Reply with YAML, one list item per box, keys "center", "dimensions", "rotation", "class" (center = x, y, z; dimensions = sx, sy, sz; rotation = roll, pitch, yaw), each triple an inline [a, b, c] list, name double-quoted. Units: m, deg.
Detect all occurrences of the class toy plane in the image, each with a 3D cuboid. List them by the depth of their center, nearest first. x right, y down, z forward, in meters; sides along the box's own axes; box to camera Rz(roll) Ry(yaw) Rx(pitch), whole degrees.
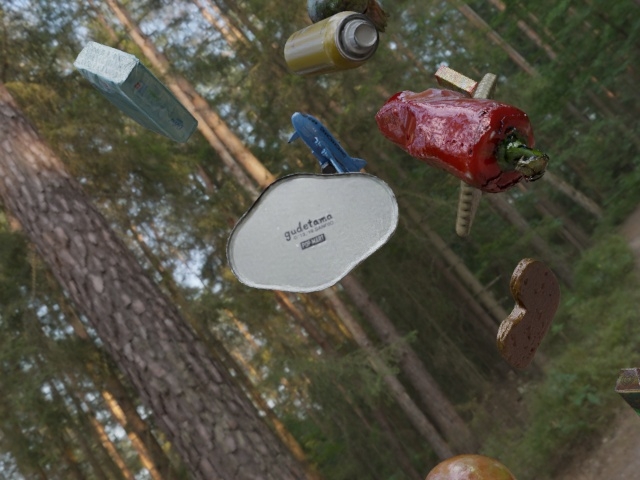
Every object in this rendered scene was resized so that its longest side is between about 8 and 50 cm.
- center: [0.017, -0.255, 1.774]
  dimensions: [0.105, 0.271, 0.254]
  rotation: [-48, 23, 20]
  class: "toy plane"

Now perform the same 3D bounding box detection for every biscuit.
- center: [0.342, -0.190, 1.407]
  dimensions: [0.217, 0.044, 0.325]
  rotation: [-53, -31, -51]
  class: "biscuit"
- center: [0.542, 0.194, 1.702]
  dimensions: [0.262, 0.052, 0.277]
  rotation: [32, -97, -43]
  class: "biscuit"

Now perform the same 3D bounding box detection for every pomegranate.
- center: [0.095, -0.775, 2.038]
  dimensions: [0.277, 0.222, 0.204]
  rotation: [-5, -61, -8]
  class: "pomegranate"

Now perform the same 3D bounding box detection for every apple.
- center: [0.390, 0.666, 1.614]
  dimensions: [0.253, 0.253, 0.253]
  rotation: [-36, -16, -12]
  class: "apple"

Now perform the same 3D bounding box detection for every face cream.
- center: [0.023, -0.384, 1.250]
  dimensions: [0.105, 0.105, 0.349]
  rotation: [-37, 20, -8]
  class: "face cream"

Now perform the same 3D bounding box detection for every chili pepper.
- center: [0.169, -0.135, 0.820]
  dimensions: [0.110, 0.387, 0.110]
  rotation: [-10, -67, -24]
  class: "chili pepper"

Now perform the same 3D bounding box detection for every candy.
- center: [0.372, -0.425, 1.717]
  dimensions: [0.038, 0.122, 0.062]
  rotation: [-54, -26, 0]
  class: "candy"

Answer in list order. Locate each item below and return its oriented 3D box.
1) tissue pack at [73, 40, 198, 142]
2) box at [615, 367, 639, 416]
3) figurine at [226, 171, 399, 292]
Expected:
- center: [-0.429, -0.342, 1.498]
  dimensions: [0.089, 0.177, 0.263]
  rotation: [-59, -28, -11]
  class: "tissue pack"
- center: [0.769, 0.331, 1.319]
  dimensions: [0.240, 0.159, 0.071]
  rotation: [-24, 29, 55]
  class: "box"
- center: [0.004, -0.004, 0.921]
  dimensions: [0.250, 0.166, 0.141]
  rotation: [-11, -12, 16]
  class: "figurine"
